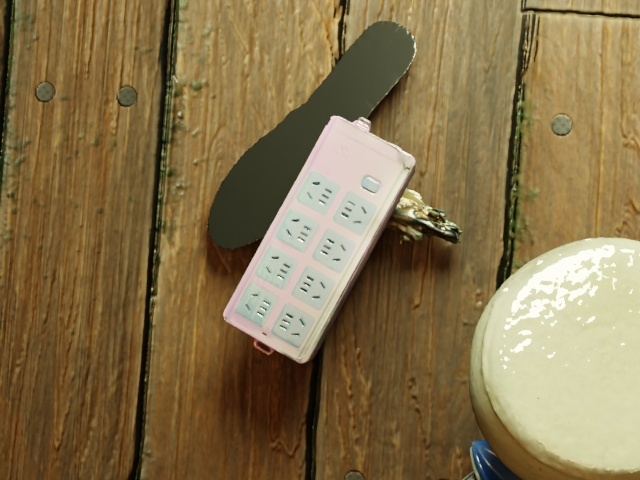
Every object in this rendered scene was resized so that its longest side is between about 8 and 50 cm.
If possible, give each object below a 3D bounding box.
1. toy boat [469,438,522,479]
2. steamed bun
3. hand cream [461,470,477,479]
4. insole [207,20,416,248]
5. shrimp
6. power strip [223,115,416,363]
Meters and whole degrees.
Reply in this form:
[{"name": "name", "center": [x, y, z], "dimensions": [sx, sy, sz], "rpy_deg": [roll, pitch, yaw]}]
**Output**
[{"name": "toy boat", "center": [0.278, 0.304, 1.644], "dimensions": [0.295, 0.129, 0.088], "rpy_deg": [37, 139, 10]}, {"name": "steamed bun", "center": [0.291, 0.143, 1.606], "dimensions": [0.283, 0.177, 0.283], "rpy_deg": [-1, 65, 3]}, {"name": "hand cream", "center": [0.241, 0.353, 1.683], "dimensions": [0.088, 0.055, 0.256], "rpy_deg": [-40, 88, 10]}, {"name": "insole", "center": [-0.011, -0.116, 1.750], "dimensions": [0.322, 0.007, 0.109], "rpy_deg": [-49, 59, 2]}, {"name": "shrimp", "center": [0.043, -0.002, 1.732], "dimensions": [0.219, 0.046, 0.152], "rpy_deg": [16, 90, 15]}, {"name": "power strip", "center": [0.000, 0.000, 1.697], "dimensions": [0.109, 0.037, 0.279], "rpy_deg": [29, 94, 12]}]
